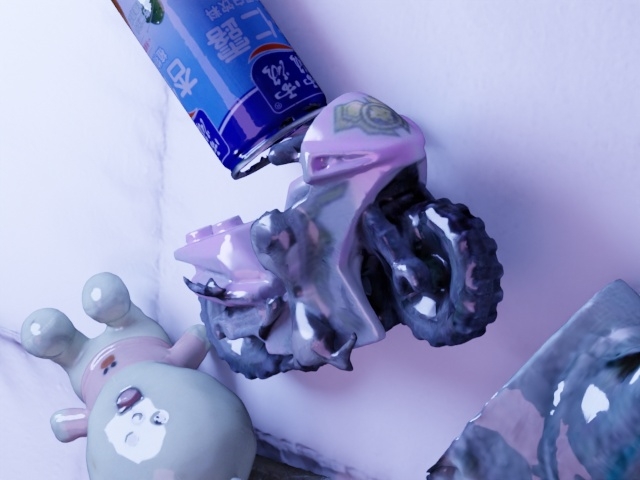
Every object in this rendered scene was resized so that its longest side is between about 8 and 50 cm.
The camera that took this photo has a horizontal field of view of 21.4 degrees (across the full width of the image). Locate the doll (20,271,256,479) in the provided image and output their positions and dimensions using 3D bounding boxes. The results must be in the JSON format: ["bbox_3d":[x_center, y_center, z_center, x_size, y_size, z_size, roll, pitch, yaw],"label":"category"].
[{"bbox_3d":[-0.131,0.143,1.353,0.155,0.113,0.275,-37,54,-4],"label":"doll"}]

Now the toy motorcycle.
[{"bbox_3d":[0.000,0.000,1.239,0.327,0.143,0.188,-15,96,52],"label":"toy motorcycle"}]

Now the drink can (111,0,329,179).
[{"bbox_3d":[-0.093,-0.166,1.260,0.097,0.097,0.235,-36,85,36],"label":"drink can"}]

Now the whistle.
[{"bbox_3d":[0.161,0.197,1.165,0.168,0.188,0.405,43,125,13],"label":"whistle"}]

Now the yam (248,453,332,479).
[{"bbox_3d":[-0.073,0.203,1.395,0.169,0.068,0.068,14,114,29],"label":"yam"}]
